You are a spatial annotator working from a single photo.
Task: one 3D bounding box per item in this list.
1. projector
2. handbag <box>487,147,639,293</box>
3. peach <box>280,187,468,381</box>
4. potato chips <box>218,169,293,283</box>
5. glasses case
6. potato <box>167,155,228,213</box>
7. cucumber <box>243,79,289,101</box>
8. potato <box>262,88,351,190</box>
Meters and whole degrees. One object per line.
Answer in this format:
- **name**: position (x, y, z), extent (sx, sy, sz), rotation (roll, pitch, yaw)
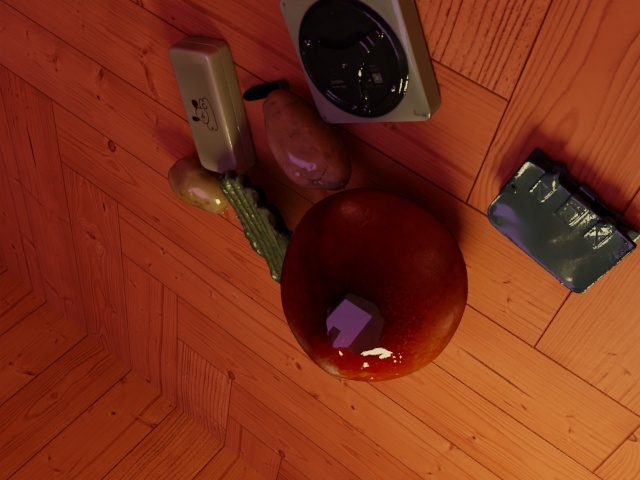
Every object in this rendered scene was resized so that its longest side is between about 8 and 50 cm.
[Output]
- **projector**: position (0.066, -0.331, 1.362), extent (0.257, 0.079, 0.259), rotation (6, 129, 41)
- **handbag**: position (0.415, -0.035, 1.310), extent (0.229, 0.062, 0.179), rotation (41, 141, 9)
- **peach**: position (0.094, 0.095, 1.477), extent (0.388, 0.388, 0.388), rotation (27, 140, 26)
- **potato chips**: position (-0.109, 0.031, 1.779), extent (0.358, 0.070, 0.429), rotation (44, 160, 47)
- **glasses case**: position (-0.239, -0.297, 1.711), extent (0.131, 0.070, 0.312), rotation (18, 135, 34)
- **potato**: position (-0.299, -0.135, 1.894), extent (0.178, 0.109, 0.118), rotation (35, 121, 8)
- **cucumber**: position (-0.120, -0.314, 1.608), extent (0.133, 0.032, 0.032), rotation (-1, 123, 47)
- **potato**: position (-0.035, -0.193, 1.520), extent (0.235, 0.161, 0.128), rotation (44, 120, -11)
